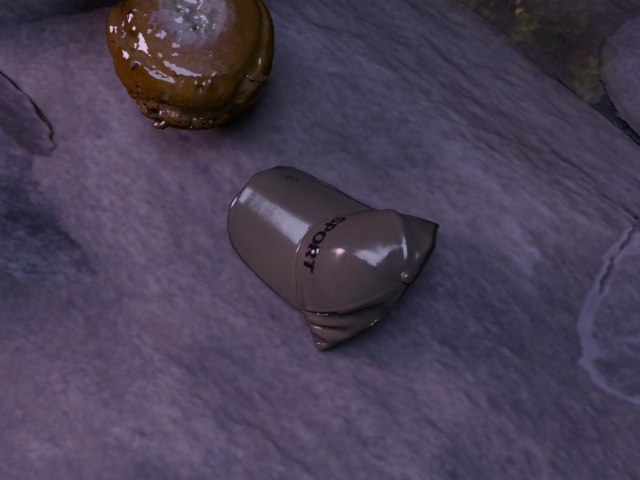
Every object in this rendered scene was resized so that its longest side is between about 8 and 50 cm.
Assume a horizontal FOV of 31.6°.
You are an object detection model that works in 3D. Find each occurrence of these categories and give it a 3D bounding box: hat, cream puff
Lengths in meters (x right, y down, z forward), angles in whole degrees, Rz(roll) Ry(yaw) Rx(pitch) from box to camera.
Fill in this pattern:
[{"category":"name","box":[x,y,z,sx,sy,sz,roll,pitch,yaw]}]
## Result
[{"category":"hat","box":[0.000,0.000,0.969,0.175,0.085,0.147,34,75,9]},{"category":"cream puff","box":[-0.117,-0.169,1.010,0.150,0.115,0.165,14,63,-2]}]
